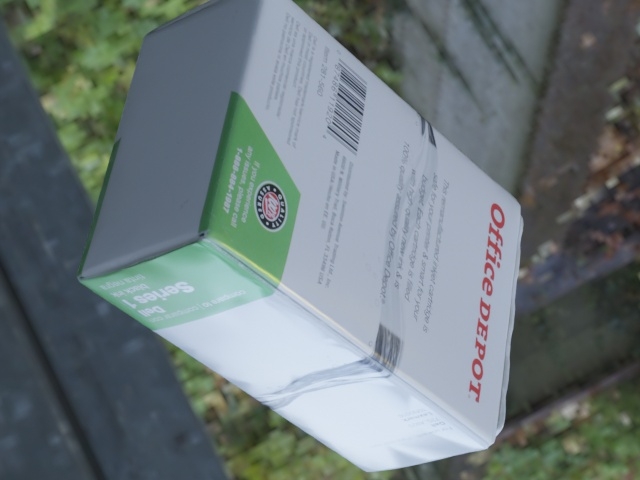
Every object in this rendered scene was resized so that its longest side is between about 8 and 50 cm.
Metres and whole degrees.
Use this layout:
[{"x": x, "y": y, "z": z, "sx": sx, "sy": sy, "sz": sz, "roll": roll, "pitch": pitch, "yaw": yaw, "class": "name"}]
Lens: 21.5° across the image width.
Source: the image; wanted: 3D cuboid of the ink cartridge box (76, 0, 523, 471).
[{"x": 0.000, "y": 0.000, "z": 0.862, "sx": 0.092, "sy": 0.160, "sz": 0.219, "roll": -19, "pitch": 136, "yaw": 37, "class": "ink cartridge box"}]
